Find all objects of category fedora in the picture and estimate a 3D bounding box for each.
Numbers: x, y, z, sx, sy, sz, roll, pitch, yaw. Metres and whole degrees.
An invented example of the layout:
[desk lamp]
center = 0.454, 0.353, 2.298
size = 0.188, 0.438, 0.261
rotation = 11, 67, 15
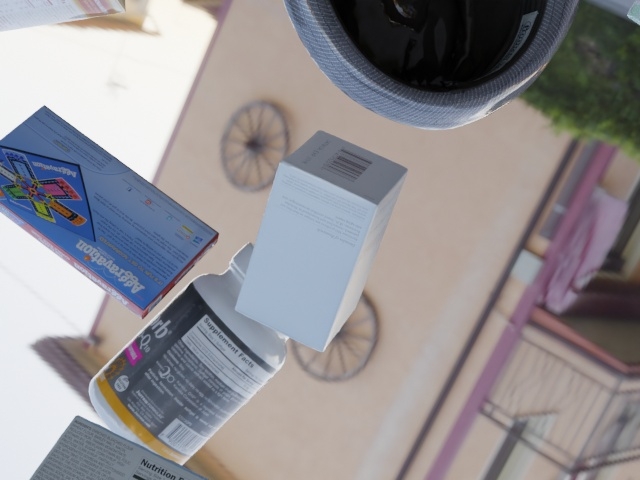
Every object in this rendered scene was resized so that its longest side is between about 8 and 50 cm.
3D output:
[fedora]
center = 0.074, -0.223, 0.815
size = 0.244, 0.275, 0.124
rotation = -16, -175, -12

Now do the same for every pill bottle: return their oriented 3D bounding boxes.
[pill bottle]
center = -0.144, 0.144, 1.318
size = 0.162, 0.278, 0.162
rotation = 45, 180, 0

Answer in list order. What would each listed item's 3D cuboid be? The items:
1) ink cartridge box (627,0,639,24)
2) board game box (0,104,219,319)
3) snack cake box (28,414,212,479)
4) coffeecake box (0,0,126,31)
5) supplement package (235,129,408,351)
[ink cartridge box]
center = 0.443, -0.181, 1.089
size = 0.224, 0.056, 0.181
rotation = 46, -156, 20
[board game box]
center = -0.277, -0.039, 1.254
size = 0.281, 0.027, 0.145
rotation = 36, -124, 9
[snack cake box]
center = -0.079, 0.239, 0.641
size = 0.264, 0.089, 0.152
rotation = 26, -137, 5
[coffeecake box]
center = -0.232, -0.221, 0.719
size = 0.185, 0.142, 0.068
rotation = -7, 161, 10
[supplement package]
center = 0.000, 0.000, 1.038
size = 0.105, 0.179, 0.105
rotation = 25, -150, 10
